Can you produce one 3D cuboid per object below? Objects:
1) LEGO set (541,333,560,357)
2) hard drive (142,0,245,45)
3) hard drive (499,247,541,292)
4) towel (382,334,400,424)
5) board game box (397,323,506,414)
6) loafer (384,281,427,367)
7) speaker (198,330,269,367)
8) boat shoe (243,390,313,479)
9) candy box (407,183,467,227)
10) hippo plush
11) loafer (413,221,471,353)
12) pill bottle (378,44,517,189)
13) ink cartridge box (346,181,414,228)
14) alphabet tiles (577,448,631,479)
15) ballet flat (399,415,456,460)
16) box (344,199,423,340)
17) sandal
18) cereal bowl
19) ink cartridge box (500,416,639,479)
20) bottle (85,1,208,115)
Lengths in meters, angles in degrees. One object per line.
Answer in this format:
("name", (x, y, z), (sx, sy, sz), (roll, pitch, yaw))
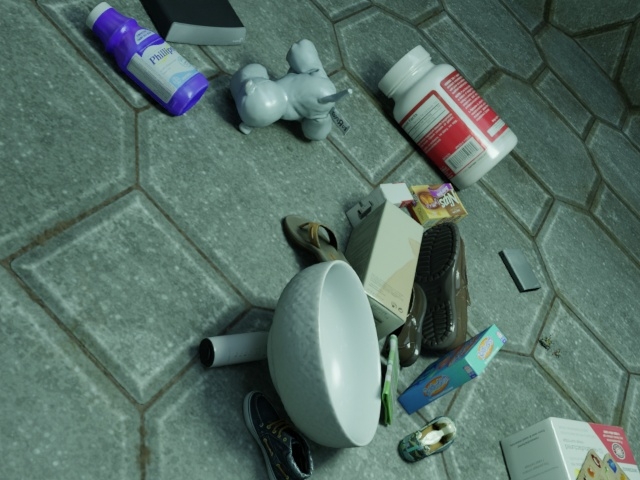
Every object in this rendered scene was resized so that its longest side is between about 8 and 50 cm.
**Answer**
("LEGO set", (0.630, 0.290, 1.916), (0.054, 0.023, 0.083), (-35, 97, -48))
("hard drive", (-0.314, -0.574, 1.759), (0.254, 0.054, 0.172), (-14, 69, -47))
("hard drive", (0.586, 0.087, 2.038), (0.094, 0.022, 0.135), (-2, 60, -43))
("towel", (0.142, 0.286, 1.430), (0.023, 0.113, 0.152), (1, 41, 14))
("board game box", (0.278, 0.273, 1.466), (0.047, 0.210, 0.160), (52, 39, 6))
("loafer", (0.186, 0.175, 1.566), (0.078, 0.080, 0.220), (29, 43, -21))
("speaker", (-0.152, 0.198, 1.268), (0.136, 0.055, 0.055), (-1, 59, -42))
("boat shoe", (-0.069, 0.336, 1.205), (0.065, 0.083, 0.183), (-6, 62, -44))
("candy box", (0.318, -0.098, 1.930), (0.186, 0.053, 0.109), (-7, 63, -43))
("hippo plush", (-0.092, -0.323, 1.678), (0.236, 0.234, 0.294), (-17, 50, -15))
("loafer", (0.297, 0.121, 1.696), (0.130, 0.133, 0.366), (45, 44, -40))
("pill bottle", (0.367, -0.368, 2.058), (0.408, 0.229, 0.229), (48, 40, 1))
("ink cartridge box", (0.145, -0.082, 1.699), (0.099, 0.135, 0.056), (-10, 68, -45))
("alphabet tiles", (0.624, 0.561, 1.441), (0.237, 0.009, 0.198), (51, 40, 5))
("ballet flat", (0.243, 0.406, 1.440), (0.188, 0.070, 0.070), (-15, 69, -47))
("box", (0.125, 0.070, 1.551), (0.121, 0.148, 0.311), (36, 42, -14))
("sandal", (0.000, 0.000, 1.518), (0.090, 0.060, 0.219), (1, 33, -38))
("cereal bowl", (-0.001, 0.211, 1.270), (0.339, 0.141, 0.339), (-12, 90, -71))
("ink cartridge box", (0.587, 0.604, 1.506), (0.279, 0.160, 0.385), (16, 49, -32))
("bottle", (-0.383, -0.402, 1.526), (0.283, 0.092, 0.118), (42, 41, -6))
